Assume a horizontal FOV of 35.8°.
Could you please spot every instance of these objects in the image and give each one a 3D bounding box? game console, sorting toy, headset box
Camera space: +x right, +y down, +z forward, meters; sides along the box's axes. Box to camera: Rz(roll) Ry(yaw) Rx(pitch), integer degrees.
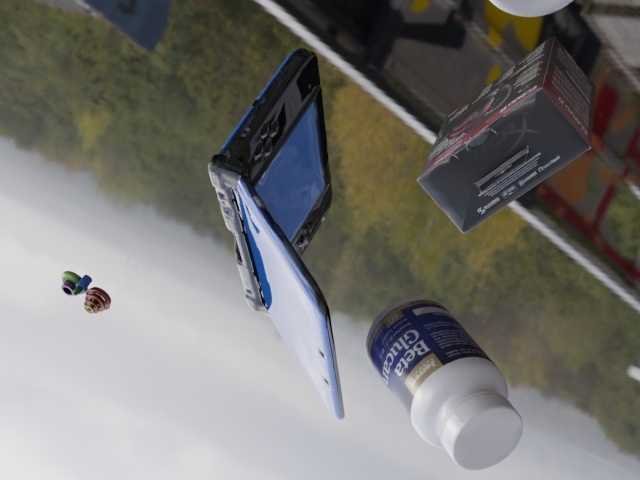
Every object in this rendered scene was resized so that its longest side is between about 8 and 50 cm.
[{"bbox_3d":[0.000,0.000,1.019,0.173,0.250,0.293,24,154,17],"label":"game console"},{"bbox_3d":[-0.402,0.090,1.666,0.102,0.042,0.061,26,141,11],"label":"sorting toy"},{"bbox_3d":[0.268,-0.149,1.406,0.110,0.218,0.293,48,-152,-9],"label":"headset box"}]

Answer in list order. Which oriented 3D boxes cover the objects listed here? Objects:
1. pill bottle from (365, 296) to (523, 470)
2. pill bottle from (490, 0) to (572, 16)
[{"bbox_3d":[0.114,0.131,0.916,0.094,0.094,0.169,30,-167,-33],"label":"pill bottle"},{"bbox_3d":[0.279,-0.428,1.354,0.153,0.153,0.264,28,-145,-17],"label":"pill bottle"}]
